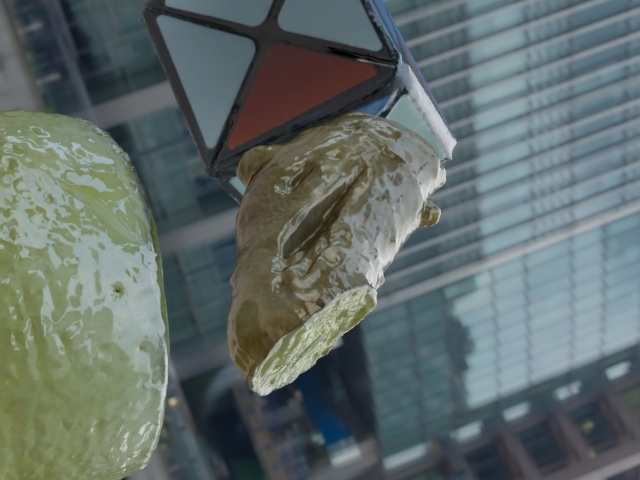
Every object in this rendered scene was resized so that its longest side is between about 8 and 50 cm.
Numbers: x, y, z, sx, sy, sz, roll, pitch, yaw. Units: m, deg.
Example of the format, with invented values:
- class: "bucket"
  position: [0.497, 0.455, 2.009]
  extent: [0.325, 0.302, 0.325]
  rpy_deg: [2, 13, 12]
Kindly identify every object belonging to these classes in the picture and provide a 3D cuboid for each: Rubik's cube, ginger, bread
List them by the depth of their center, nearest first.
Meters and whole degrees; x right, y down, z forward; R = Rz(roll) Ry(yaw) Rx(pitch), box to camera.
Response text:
- class: "bread"
  position: [-0.255, 0.054, 1.208]
  extent: [0.320, 0.237, 0.320]
  rpy_deg: [173, -90, -71]
- class: "ginger"
  position: [0.000, 0.000, 1.355]
  extent: [0.354, 0.190, 0.126]
  rpy_deg: [-70, 180, -48]
- class: "Rubik's cube"
  position: [-0.022, -0.178, 1.740]
  extent: [0.248, 0.250, 0.246]
  rpy_deg: [68, 10, 26]
